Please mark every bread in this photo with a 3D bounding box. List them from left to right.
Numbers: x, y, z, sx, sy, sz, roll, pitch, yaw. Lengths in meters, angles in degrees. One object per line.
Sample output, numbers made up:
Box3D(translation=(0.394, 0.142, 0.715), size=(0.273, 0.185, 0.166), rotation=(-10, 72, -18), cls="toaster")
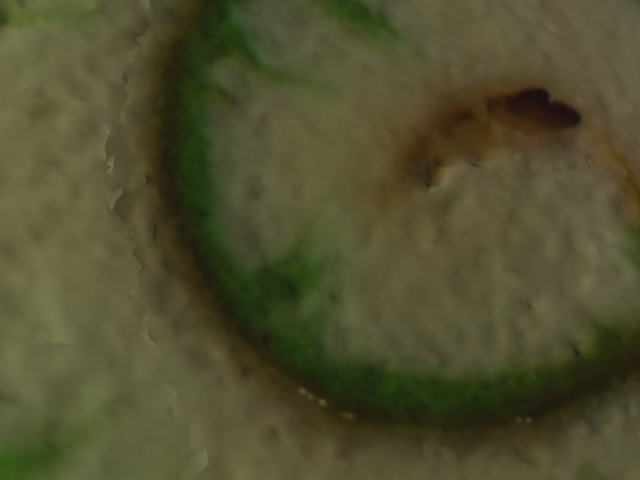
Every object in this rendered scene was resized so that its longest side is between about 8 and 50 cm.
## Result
Box3D(translation=(0.000, 0.000, 0.440), size=(0.366, 0.129, 0.382), rotation=(-10, -103, -30), cls="bread")
